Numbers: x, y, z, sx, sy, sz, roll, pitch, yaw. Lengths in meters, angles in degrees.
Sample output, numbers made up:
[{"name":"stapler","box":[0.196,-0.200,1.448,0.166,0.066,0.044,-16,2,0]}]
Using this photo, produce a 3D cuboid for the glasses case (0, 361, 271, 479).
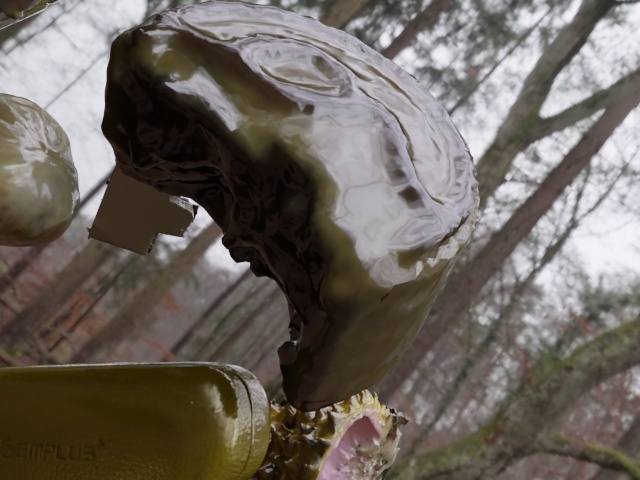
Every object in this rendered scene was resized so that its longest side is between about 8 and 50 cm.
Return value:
[{"name":"glasses case","box":[-0.243,0.219,0.891,0.371,0.173,0.141,-5,-10,21]}]

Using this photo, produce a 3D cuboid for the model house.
[{"name":"model house","box":[-0.319,-0.077,1.576,0.176,0.181,0.248,22,9,-11]}]

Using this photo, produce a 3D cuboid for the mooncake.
[{"name":"mooncake","box":[-0.043,-0.058,0.854,0.394,0.393,0.246,17,-44,-8]}]

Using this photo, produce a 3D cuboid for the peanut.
[{"name":"peanut","box":[-0.363,-0.091,0.908,0.313,0.152,0.152,24,-25,47]}]

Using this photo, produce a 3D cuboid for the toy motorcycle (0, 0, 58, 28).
[{"name":"toy motorcycle","box":[-0.236,-0.274,0.741,0.108,0.340,0.223,61,14,-8]}]

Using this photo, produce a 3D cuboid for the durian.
[{"name":"durian","box":[-0.050,0.301,1.072,0.195,0.305,0.185,22,-18,30]}]
